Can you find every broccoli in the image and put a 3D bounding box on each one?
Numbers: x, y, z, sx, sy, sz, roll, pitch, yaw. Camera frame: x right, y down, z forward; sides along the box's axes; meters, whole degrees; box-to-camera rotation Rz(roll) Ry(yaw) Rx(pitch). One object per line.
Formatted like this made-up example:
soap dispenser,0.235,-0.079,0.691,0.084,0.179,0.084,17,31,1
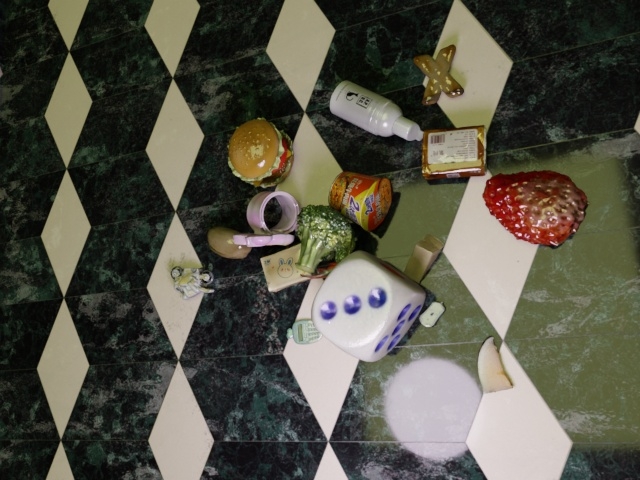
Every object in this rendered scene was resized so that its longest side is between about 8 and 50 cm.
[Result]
broccoli,0.016,-0.012,1.855,0.236,0.288,0.259,-17,55,20

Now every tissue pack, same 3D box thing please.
tissue pack,0.489,-0.321,1.836,0.226,0.092,0.183,0,82,20
tissue pack,-0.126,0.109,2.007,0.197,0.092,0.148,-21,76,18

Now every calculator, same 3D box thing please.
calculator,-0.061,0.361,1.980,0.153,0.021,0.095,-9,78,19

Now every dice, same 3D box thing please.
dice,0.168,0.227,1.753,0.277,0.304,0.304,35,98,23

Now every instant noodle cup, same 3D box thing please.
instant noodle cup,0.145,-0.161,1.895,0.174,0.213,0.213,25,91,32

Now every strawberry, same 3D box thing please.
strawberry,0.709,-0.130,1.690,0.336,0.149,0.264,25,93,24

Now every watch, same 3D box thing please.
watch,-0.214,-0.088,1.995,0.211,0.249,0.217,5,94,52

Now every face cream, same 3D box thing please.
face cream,0.223,-0.483,1.936,0.370,0.145,0.145,31,93,23

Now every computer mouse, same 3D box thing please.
computer mouse,0.404,0.263,1.809,0.056,0.032,0.110,39,86,21

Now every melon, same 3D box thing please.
melon,0.573,0.425,1.708,0.098,0.054,0.182,-21,75,11

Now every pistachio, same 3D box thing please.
pistachio,-0.387,0.008,2.115,0.226,0.136,0.135,19,89,29

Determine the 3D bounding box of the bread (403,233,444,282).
bread,0.379,0.067,1.854,0.077,0.105,0.152,35,127,22

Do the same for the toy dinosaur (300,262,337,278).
toy dinosaur,0.062,0.112,1.925,0.280,0.101,0.055,-18,98,-10

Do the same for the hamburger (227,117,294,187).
hamburger,-0.254,-0.364,2.066,0.275,0.212,0.274,-3,80,21

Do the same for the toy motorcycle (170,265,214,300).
toy motorcycle,-0.559,0.187,2.175,0.229,0.074,0.151,6,86,20

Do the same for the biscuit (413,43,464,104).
biscuit,0.452,-0.630,1.923,0.165,0.047,0.207,-11,78,18
